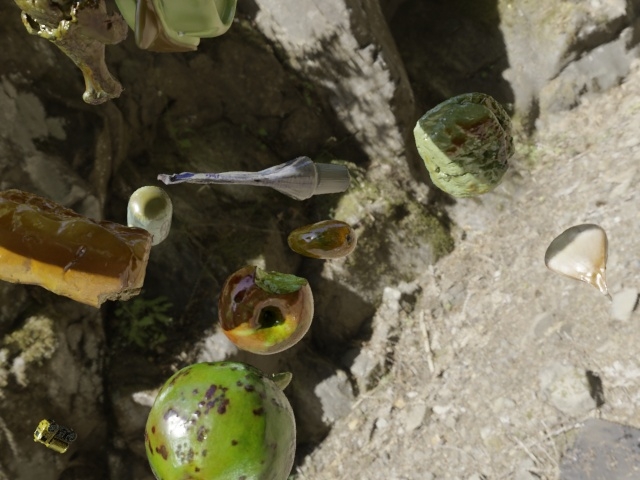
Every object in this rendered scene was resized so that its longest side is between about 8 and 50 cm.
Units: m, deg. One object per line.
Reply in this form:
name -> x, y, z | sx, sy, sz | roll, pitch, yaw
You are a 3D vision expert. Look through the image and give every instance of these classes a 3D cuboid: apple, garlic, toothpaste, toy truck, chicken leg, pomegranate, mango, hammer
apple -> -0.143, 0.160, 1.456 | 0.246, 0.246, 0.226 | -39, 23, -1
garlic -> 0.486, 0.032, 1.083 | 0.115, 0.128, 0.207 | 3, 8, 23
toothpaste -> -0.090, -0.091, 0.843 | 0.282, 0.068, 0.099 | -4, -20, -22
toy truck -> -0.619, 0.452, 1.326 | 0.049, 0.083, 0.054 | 0, 54, 53
chicken leg -> -0.506, -0.445, 1.236 | 0.212, 0.361, 0.140 | 7, 68, 18
pomegranate -> -0.127, 0.259, 0.805 | 0.211, 0.211, 0.263 | -31, 9, 23
mango -> 0.001, 0.000, 1.306 | 0.163, 0.089, 0.111 | -5, -1, 5
hammer -> -0.490, 0.011, 1.433 | 0.305, 0.113, 0.202 | -56, -2, -29

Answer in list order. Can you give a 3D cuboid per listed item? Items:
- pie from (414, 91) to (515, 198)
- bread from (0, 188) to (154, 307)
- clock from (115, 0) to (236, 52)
pie -> 0.315, -0.197, 1.218 | 0.201, 0.248, 0.090 | -21, 35, 18
bread -> -0.527, 0.024, 1.175 | 0.149, 0.344, 0.195 | -84, 14, -59
clock -> -0.173, -0.381, 0.699 | 0.117, 0.286, 0.348 | 1, 46, 1
